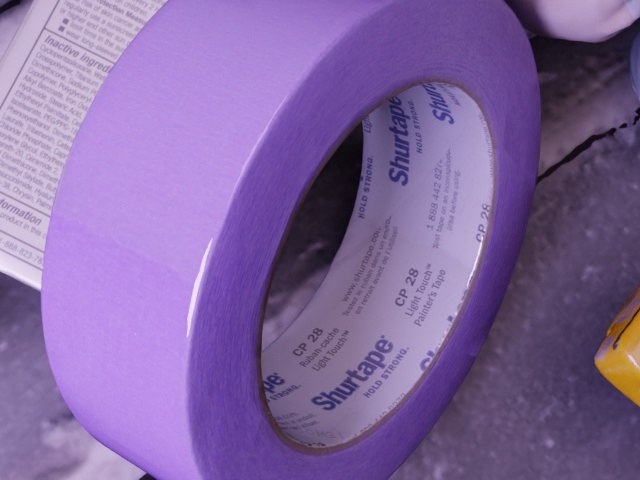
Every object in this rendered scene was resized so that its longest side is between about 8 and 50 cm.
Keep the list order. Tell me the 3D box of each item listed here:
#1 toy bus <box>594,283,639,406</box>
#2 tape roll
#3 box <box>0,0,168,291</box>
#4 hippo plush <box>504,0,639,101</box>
[{"bbox_3d":[0.303,0.134,0.648,0.333,0.130,0.108,38,77,4],"label":"toy bus"},{"bbox_3d":[0.000,0.000,0.572,0.090,0.275,0.274,24,72,33],"label":"tape roll"},{"bbox_3d":[-0.073,-0.108,0.647,0.148,0.121,0.311,28,85,2],"label":"box"},{"bbox_3d":[0.208,-0.191,0.709,0.237,0.234,0.294,29,92,-29],"label":"hippo plush"}]
